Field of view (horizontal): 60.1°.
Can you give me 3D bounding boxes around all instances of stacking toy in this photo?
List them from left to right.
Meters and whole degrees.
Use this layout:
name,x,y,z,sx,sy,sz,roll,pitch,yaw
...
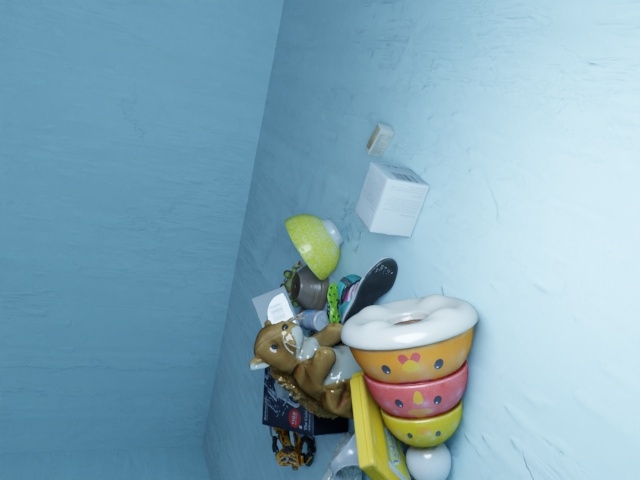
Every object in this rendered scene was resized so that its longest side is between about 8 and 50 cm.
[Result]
name,x,y,z,sx,sy,sz,roll,pitch,yaw
stacking toy,0.263,0.402,1.425,0.350,0.350,0.480,180,77,-68

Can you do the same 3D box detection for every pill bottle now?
name,x,y,z,sx,sy,sz,roll,pitch,yaw
pill bottle,-0.029,0.330,2.297,0.160,0.087,0.087,-6,79,60

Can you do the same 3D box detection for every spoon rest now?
name,x,y,z,sx,sy,sz,roll,pitch,yaw
spoon rest,0.124,0.681,1.771,0.276,0.084,0.137,-49,43,21

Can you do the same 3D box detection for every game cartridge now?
name,x,y,z,sx,sy,sz,roll,pitch,yaw
game cartridge,0.179,0.537,1.464,0.053,0.323,0.285,-24,36,15

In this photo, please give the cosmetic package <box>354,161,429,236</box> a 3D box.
name,x,y,z,sx,sy,sz,roll,pitch,yaw
cosmetic package,0.222,-0.129,1.749,0.151,0.151,0.183,-121,43,-56

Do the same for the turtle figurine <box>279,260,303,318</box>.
name,x,y,z,sx,sy,sz,roll,pitch,yaw
turtle figurine,-0.138,0.221,2.614,0.217,0.087,0.269,-166,76,-72

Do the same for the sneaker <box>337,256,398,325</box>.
name,x,y,z,sx,sy,sz,roll,pitch,yaw
sneaker,0.152,0.150,1.899,0.295,0.124,0.178,-59,23,19

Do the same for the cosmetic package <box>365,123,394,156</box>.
name,x,y,z,sx,sy,sz,roll,pitch,yaw
cosmetic package,0.209,-0.355,1.963,0.115,0.060,0.041,120,149,-41

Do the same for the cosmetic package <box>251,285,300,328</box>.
name,x,y,z,sx,sy,sz,roll,pitch,yaw
cosmetic package,-0.190,0.333,2.427,0.365,0.155,0.197,106,142,-76

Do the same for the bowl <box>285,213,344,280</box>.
name,x,y,z,sx,sy,sz,roll,pitch,yaw
bowl,0.000,0.000,2.211,0.156,0.289,0.289,-31,39,7

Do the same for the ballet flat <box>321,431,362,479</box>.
name,x,y,z,sx,sy,sz,roll,pitch,yaw
ballet flat,0.065,0.870,1.886,0.147,0.147,0.409,162,113,-66

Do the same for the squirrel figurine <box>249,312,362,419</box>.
name,x,y,z,sx,sy,sz,roll,pitch,yaw
squirrel figurine,-0.049,0.408,1.764,0.397,0.370,0.281,121,167,-49

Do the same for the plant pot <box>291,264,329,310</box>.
name,x,y,z,sx,sy,sz,roll,pitch,yaw
plant pot,-0.058,0.202,2.402,0.237,0.110,0.237,-174,90,-69

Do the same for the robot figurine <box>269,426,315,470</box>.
name,x,y,z,sx,sy,sz,roll,pitch,yaw
robot figurine,-0.130,0.812,2.306,0.211,0.085,0.291,-11,82,28

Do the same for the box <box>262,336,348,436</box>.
name,x,y,z,sx,sy,sz,roll,pitch,yaw
box,-0.057,0.542,2.104,0.312,0.179,0.343,-10,75,49

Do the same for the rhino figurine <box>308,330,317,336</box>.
name,x,y,z,sx,sy,sz,roll,pitch,yaw
rhino figurine,-0.013,0.491,2.260,0.106,0.073,0.243,156,118,-67

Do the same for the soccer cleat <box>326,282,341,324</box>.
name,x,y,z,sx,sy,sz,roll,pitch,yaw
soccer cleat,0.046,0.259,2.198,0.072,0.060,0.179,147,123,-64
